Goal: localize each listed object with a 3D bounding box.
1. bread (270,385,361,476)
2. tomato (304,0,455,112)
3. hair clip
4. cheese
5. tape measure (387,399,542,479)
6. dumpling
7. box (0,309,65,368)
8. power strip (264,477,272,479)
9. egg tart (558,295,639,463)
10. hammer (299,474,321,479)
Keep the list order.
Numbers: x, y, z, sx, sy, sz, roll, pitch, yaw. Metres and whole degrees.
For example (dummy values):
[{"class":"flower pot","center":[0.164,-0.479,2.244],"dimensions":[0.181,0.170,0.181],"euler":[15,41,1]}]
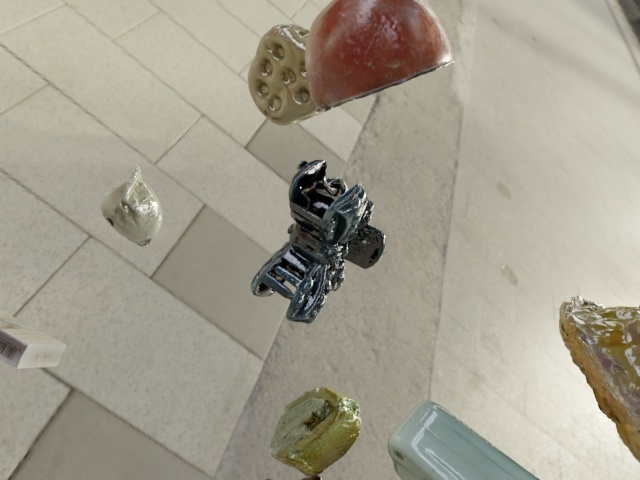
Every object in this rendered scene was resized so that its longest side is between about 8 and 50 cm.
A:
[{"class":"bread","center":[-0.010,0.456,1.550],"dimensions":[0.124,0.257,0.185],"euler":[32,32,-26]},{"class":"tomato","center":[0.072,-0.288,0.907],"dimensions":[0.180,0.214,0.155],"euler":[-71,142,-69]},{"class":"hair clip","center":[0.002,0.001,1.197],"dimensions":[0.195,0.310,0.206],"euler":[34,29,19]},{"class":"cheese","center":[-0.057,-0.368,1.397],"dimensions":[0.117,0.235,0.217],"euler":[-32,125,-51]},{"class":"tape measure","center":[0.222,0.387,0.998],"dimensions":[0.243,0.246,0.125],"euler":[36,65,28]},{"class":"dumpling","center":[-0.445,-0.090,1.505],"dimensions":[0.142,0.247,0.172],"euler":[5,60,-7]},{"class":"box","center":[-0.752,0.228,1.502],"dimensions":[0.233,0.067,0.149],"euler":[23,-6,15]},{"class":"power strip","center":[-0.050,0.678,1.485],"dimensions":[0.257,0.251,0.092],"euler":[38,52,13]},{"class":"egg tart","center":[0.528,0.222,1.022],"dimensions":[0.352,0.150,0.352],"euler":[40,25,-23]},{"class":"hammer","center":[-0.013,0.761,1.764],"dimensions":[0.243,0.408,0.095],"euler":[-15,50,-6]}]
